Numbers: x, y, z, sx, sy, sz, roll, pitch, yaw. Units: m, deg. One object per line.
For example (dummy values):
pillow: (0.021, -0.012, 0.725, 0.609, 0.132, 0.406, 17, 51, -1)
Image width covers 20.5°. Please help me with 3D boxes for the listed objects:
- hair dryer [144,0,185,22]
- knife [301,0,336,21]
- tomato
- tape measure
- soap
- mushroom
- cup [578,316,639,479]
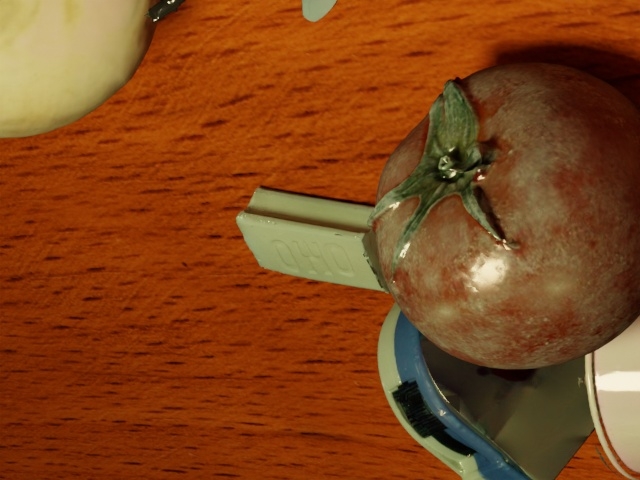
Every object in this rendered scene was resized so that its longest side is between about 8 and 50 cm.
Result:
hair dryer: (-0.076, -0.334, 1.652, 0.304, 0.120, 0.359, 29, 122, -33)
knife: (-0.004, -0.312, 1.862, 0.063, 0.034, 0.260, 13, 151, 15)
tomato: (0.205, -0.025, 1.790, 0.282, 0.316, 0.317, 33, 154, -34)
tape measure: (0.200, 0.144, 2.081, 0.262, 0.259, 0.138, 35, 149, -2)
soap: (0.000, 0.000, 2.252, 0.198, 0.063, 0.114, 10, 144, 34)
mushroom: (-0.365, -0.286, 1.933, 0.353, 0.325, 0.353, 20, 153, 11)
cup: (0.451, 0.132, 1.879, 0.274, 0.253, 0.253, -4, 134, 34)
